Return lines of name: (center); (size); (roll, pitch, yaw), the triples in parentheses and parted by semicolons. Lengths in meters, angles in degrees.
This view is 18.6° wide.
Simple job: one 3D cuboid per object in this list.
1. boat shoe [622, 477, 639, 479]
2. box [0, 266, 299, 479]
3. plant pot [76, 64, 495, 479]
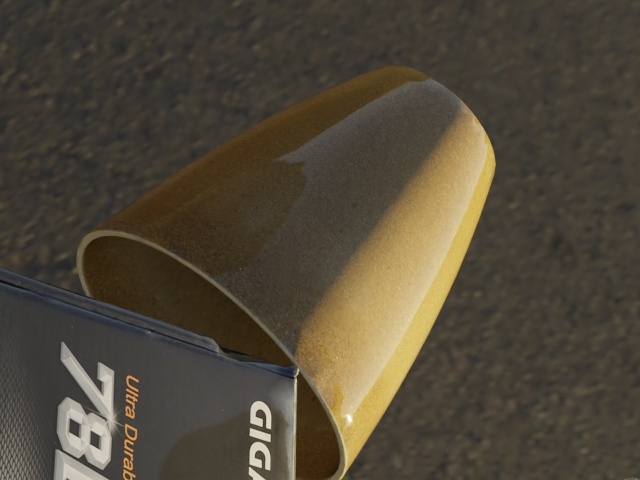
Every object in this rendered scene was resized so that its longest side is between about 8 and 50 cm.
boat shoe: (0.213, 0.213, 1.236); (0.341, 0.121, 0.110); (-16, 105, -3)
box: (-0.140, 0.159, 0.792); (0.293, 0.073, 0.295); (21, 60, -35)
plant pot: (0.000, 0.000, 1.367); (0.237, 0.237, 0.254); (50, 63, -15)
